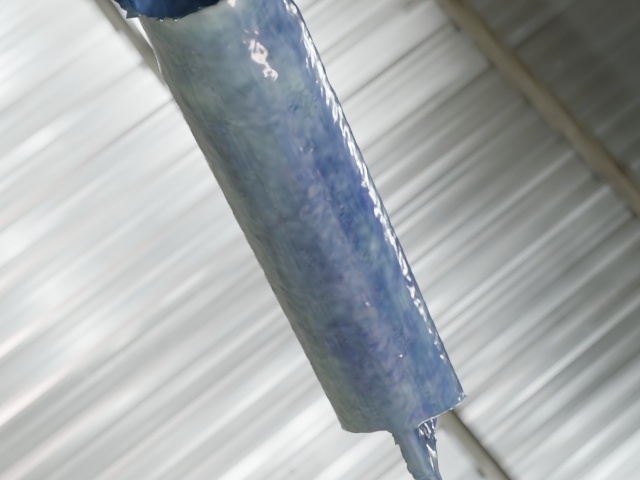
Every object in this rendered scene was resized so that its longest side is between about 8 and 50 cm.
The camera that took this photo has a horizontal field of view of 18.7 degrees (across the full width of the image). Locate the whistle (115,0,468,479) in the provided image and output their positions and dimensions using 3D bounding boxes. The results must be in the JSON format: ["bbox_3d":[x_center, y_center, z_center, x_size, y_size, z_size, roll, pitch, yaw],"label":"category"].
[{"bbox_3d":[0.000,0.000,0.806,0.062,0.062,0.304,37,-20,44],"label":"whistle"}]
